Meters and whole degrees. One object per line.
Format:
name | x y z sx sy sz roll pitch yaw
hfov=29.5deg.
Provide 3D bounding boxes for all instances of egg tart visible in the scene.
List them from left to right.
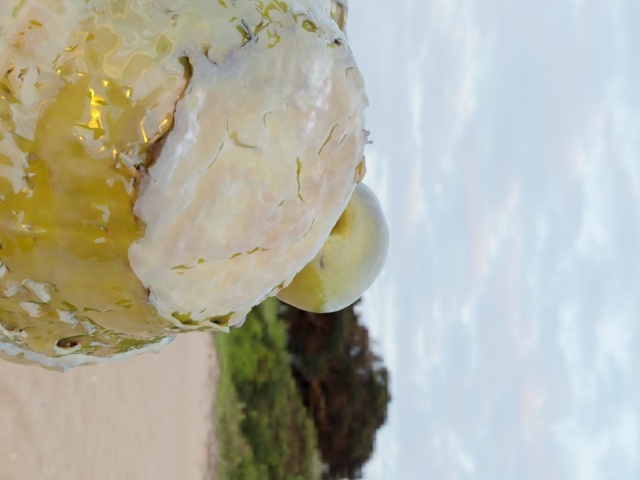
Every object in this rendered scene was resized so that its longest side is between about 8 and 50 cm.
egg tart | -0.075 -0.055 0.701 0.132 0.341 0.341 26 -54 34

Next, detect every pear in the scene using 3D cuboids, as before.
pear | 0.000 0.000 1.267 0.162 0.149 0.148 89 0 -72
